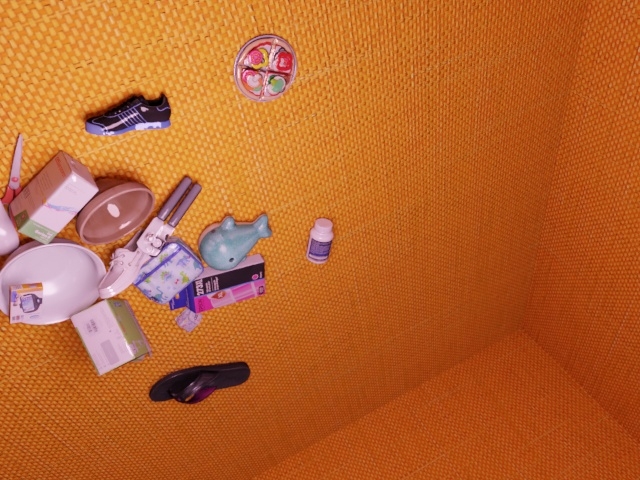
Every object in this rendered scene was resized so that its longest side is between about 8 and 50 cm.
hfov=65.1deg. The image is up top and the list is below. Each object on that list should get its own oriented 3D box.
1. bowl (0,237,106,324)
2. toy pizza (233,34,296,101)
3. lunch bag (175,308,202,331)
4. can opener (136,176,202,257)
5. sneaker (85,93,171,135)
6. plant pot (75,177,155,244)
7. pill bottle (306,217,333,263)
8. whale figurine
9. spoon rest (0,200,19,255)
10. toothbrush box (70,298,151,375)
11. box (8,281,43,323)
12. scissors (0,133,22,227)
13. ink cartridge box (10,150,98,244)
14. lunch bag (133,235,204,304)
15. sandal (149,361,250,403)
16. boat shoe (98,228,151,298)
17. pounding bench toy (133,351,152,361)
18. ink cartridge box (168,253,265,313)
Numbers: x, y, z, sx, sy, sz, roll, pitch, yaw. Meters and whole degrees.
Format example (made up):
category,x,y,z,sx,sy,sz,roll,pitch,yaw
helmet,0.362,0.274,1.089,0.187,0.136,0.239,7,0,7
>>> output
category,x,y,z,sx,sy,sz,roll,pitch,yaw
bowl,-0.818,0.098,1.510,0.298,0.134,0.297,-24,136,-25
toy pizza,-0.160,-0.510,1.503,0.202,0.032,0.201,-17,133,-20
lunch bag,-0.510,0.306,1.954,0.083,0.053,0.071,-43,138,-6
can opener,-0.481,-0.075,1.596,0.074,0.093,0.280,34,85,-9
sneaker,-0.528,-0.350,1.376,0.233,0.081,0.090,-16,130,-30
plant pot,-0.618,-0.103,1.467,0.237,0.109,0.237,-40,167,-11
pill bottle,0.000,0.000,1.987,0.094,0.094,0.169,-9,130,-27
whale figurine,-0.292,0.009,1.776,0.272,0.141,0.216,-23,134,-15
spoon rest,-0.908,-0.065,1.367,0.138,0.084,0.276,10,131,-7
toothbrush box,-0.676,0.310,1.645,0.122,0.206,0.283,-27,178,-9
box,-0.844,0.185,1.435,0.081,0.028,0.136,-5,124,-39
scissors,-0.850,-0.152,1.373,0.109,0.021,0.296,-7,131,-25
ink cartridge box,-0.727,-0.119,1.369,0.212,0.154,0.093,-48,139,2
lunch bag,-0.532,0.101,1.726,0.219,0.090,0.176,-38,121,0
sandal,-0.509,0.628,2.183,0.446,0.107,0.167,-6,128,-28
boat shoe,-0.617,0.065,1.570,0.098,0.277,0.096,-6,126,21
pounding bench toy,-0.693,0.424,1.925,0.083,0.065,0.052,9,119,-37
ink cartridge box,-0.392,0.173,1.911,0.371,0.069,0.175,-13,131,-20
